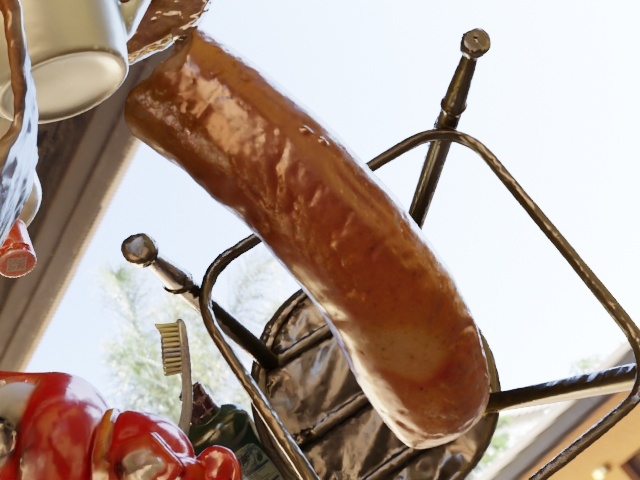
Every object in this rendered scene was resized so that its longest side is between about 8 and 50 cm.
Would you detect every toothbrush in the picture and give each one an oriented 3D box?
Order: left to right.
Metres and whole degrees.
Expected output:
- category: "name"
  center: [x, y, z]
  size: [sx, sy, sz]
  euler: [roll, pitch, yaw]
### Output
- category: "toothbrush"
  center: [-0.150, 0.270, 0.851]
  size: [0.037, 0.375, 0.028]
  euler: [-3, 3, -22]

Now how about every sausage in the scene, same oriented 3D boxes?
- category: "sausage"
  center: [0.003, -0.001, 0.466]
  size: [0.076, 0.302, 0.103]
  euler: [-47, 9, -37]

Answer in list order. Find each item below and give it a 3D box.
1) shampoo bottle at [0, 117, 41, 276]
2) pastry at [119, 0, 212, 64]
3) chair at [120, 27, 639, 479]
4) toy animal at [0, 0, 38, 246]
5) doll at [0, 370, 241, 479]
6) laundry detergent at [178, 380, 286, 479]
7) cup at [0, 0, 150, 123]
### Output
- category: "shampoo bottle"
  center: [-0.371, -0.048, 0.915]
  size: [0.108, 0.221, 0.051]
  euler: [-34, -37, 0]
- category: "pastry"
  center: [-0.297, -0.364, 1.073]
  size: [0.356, 0.164, 0.356]
  euler: [-21, -18, -7]
- category: "chair"
  center: [0.080, 0.117, 0.793]
  size: [0.364, 0.362, 0.410]
  euler: [-33, -14, -15]
- category: "toy animal"
  center: [-0.154, -0.168, 0.281]
  size: [0.225, 0.302, 0.284]
  euler: [28, -45, -15]
- category: "doll"
  center: [-0.244, 0.193, 0.636]
  size: [0.363, 0.183, 0.160]
  euler: [-2, -28, 0]
- category: "laundry detergent"
  center: [-0.124, 0.280, 0.990]
  size: [0.144, 0.222, 0.078]
  euler: [-31, 12, -9]
- category: "cup"
  center: [-0.255, -0.258, 0.780]
  size: [0.258, 0.234, 0.186]
  euler: [-23, -10, -20]
